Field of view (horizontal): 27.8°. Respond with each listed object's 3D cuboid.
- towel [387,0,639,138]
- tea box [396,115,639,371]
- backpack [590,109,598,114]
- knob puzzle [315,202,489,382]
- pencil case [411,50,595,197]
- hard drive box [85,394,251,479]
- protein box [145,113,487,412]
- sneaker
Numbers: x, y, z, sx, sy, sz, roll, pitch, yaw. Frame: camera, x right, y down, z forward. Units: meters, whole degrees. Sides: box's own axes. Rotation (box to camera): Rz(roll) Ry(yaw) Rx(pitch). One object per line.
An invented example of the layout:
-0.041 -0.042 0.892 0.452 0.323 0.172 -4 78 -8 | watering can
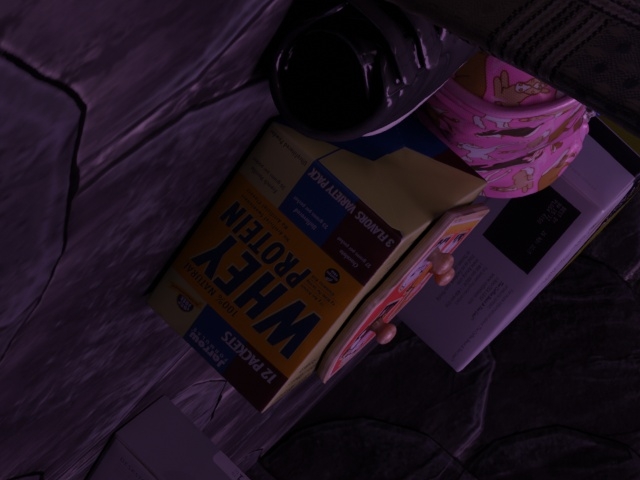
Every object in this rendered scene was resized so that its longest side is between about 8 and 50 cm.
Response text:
0.194 -0.180 0.694 0.312 0.324 0.056 -43 148 -19 | towel
0.245 -0.075 1.558 0.323 0.220 0.329 -36 166 -44 | tea box
0.298 -0.203 1.304 0.117 0.158 0.173 -41 -150 -15 | backpack
0.068 0.052 1.078 0.213 0.030 0.213 -46 171 -9 | knob puzzle
0.166 -0.141 1.148 0.167 0.160 0.386 -45 169 0 | pencil case
-0.181 0.317 1.454 0.089 0.181 0.232 -36 167 -47 | hard drive box
0.000 0.000 1.074 0.201 0.136 0.200 -52 169 28 | protein box
0.079 -0.165 0.833 0.296 0.104 0.147 -46 176 26 | sneaker
